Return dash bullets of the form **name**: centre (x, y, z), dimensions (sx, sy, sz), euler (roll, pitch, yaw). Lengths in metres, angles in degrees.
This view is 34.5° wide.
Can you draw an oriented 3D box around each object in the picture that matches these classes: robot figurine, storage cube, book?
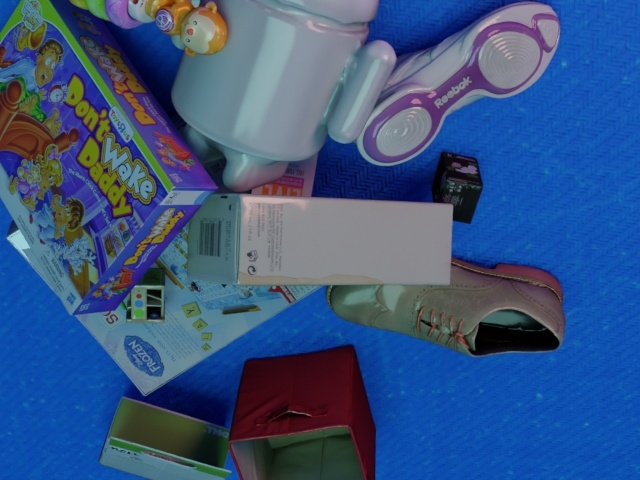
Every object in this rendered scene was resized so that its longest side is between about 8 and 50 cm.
- **robot figurine**: centre (-0.055, -0.236, 1.231), dimensions (0.300, 0.199, 0.354), euler (31, 116, 15)
- **storage cube**: centre (-0.019, 0.297, 1.574), dimensions (0.183, 0.193, 0.215), euler (-10, 120, 10)
- **book**: centre (-0.058, -0.061, 1.395), dimensions (0.096, 0.035, 0.144), euler (7, 94, -31)

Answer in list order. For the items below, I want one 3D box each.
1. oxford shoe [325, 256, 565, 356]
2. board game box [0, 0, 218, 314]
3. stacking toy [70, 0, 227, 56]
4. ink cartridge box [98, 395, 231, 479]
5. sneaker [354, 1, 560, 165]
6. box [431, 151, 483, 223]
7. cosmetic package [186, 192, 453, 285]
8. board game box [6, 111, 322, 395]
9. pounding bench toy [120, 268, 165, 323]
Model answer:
- **oxford shoe**: centre (0.179, 0.097, 1.471), dimensions (0.348, 0.130, 0.123), euler (1, 122, 3)
- **board game box**: centre (-0.304, -0.116, 1.281), dimensions (0.233, 0.078, 0.347), euler (-47, 67, 27)
- **stacking toy**: centre (-0.221, -0.301, 1.161), dimensions (0.302, 0.165, 0.175), euler (40, 119, 15)
- **ink cartridge box**: centre (-0.228, 0.307, 1.575), dimensions (0.188, 0.097, 0.255), euler (19, 156, -8)
- **sneaker**: centre (0.154, -0.218, 1.292), dimensions (0.305, 0.152, 0.114), euler (-31, 123, -6)
- **box**: centre (0.183, -0.072, 1.394), dimensions (0.052, 0.083, 0.062), euler (11, 122, -5)
- **cosmetic package**: centre (0.000, 0.000, 1.322), dimensions (0.309, 0.160, 0.113), euler (2, 90, -29)
- **board game box**: centre (-0.211, 0.018, 1.450), dimensions (0.318, 0.066, 0.319), euler (-31, 115, 6)
- **pounding bench toy**: centre (-0.254, 0.078, 1.404), dimensions (0.083, 0.052, 0.065), euler (1, 115, -9)
